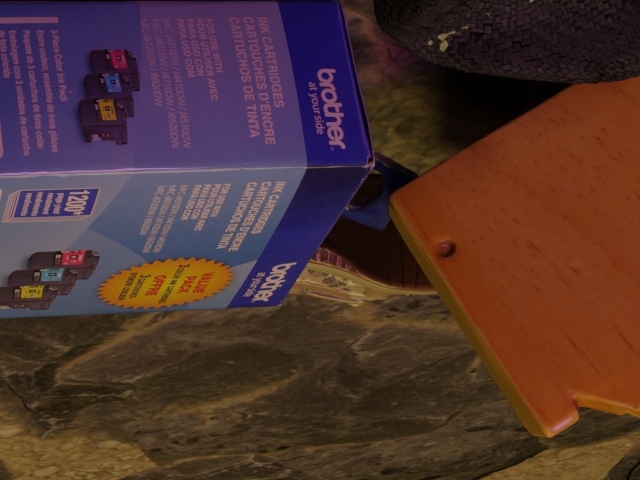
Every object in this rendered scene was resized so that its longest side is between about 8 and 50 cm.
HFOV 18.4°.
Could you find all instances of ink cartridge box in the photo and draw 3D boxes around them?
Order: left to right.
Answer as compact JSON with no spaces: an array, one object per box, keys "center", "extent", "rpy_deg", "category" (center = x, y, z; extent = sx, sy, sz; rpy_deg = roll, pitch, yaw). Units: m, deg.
[{"center":[-0.132,-0.057,1.494],"extent":[0.395,0.151,0.270],"rpy_deg":[-4,157,-18],"category":"ink cartridge box"}]

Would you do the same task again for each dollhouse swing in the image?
[{"center":[0.267,0.003,1.525],"extent":[0.347,0.315,0.305],"rpy_deg":[-31,152,-2],"category":"dollhouse swing"}]

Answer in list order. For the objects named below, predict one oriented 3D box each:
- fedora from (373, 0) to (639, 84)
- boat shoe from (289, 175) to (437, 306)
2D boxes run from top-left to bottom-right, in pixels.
[{"center":[0.130,-0.181,1.075],"extent":[0.334,0.152,0.334],"rpy_deg":[7,159,3],"category":"fedora"},{"center":[0.000,0.000,1.758],"extent":[0.285,0.104,0.089],"rpy_deg":[10,157,-19],"category":"boat shoe"}]
